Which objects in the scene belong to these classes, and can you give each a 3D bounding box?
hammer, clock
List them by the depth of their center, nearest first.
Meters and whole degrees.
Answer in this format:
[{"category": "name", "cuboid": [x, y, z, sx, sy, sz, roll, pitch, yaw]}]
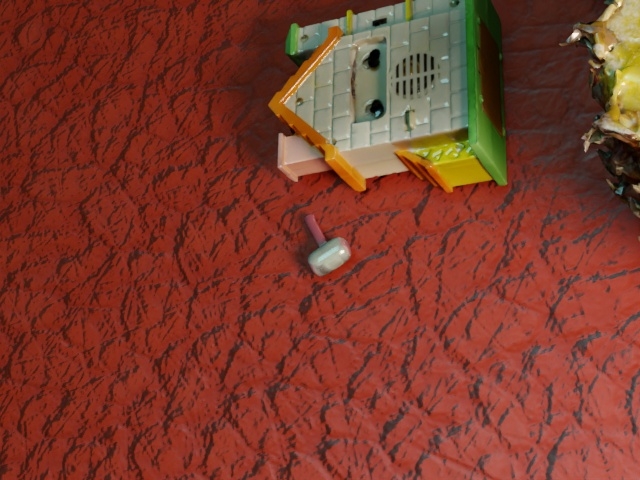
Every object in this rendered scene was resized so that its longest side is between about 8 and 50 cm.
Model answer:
[{"category": "clock", "cuboid": [0.076, -0.162, 1.331, 0.255, 0.106, 0.219, -9, 65, 24]}, {"category": "hammer", "cuboid": [0.000, 0.000, 1.333, 0.053, 0.031, 0.083, -32, 54, 4]}]

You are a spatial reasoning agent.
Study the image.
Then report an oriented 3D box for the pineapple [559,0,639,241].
[{"category": "pineapple", "cuboid": [0.409, -0.124, 1.054, 0.353, 0.300, 0.352, -8, 67, 19]}]
